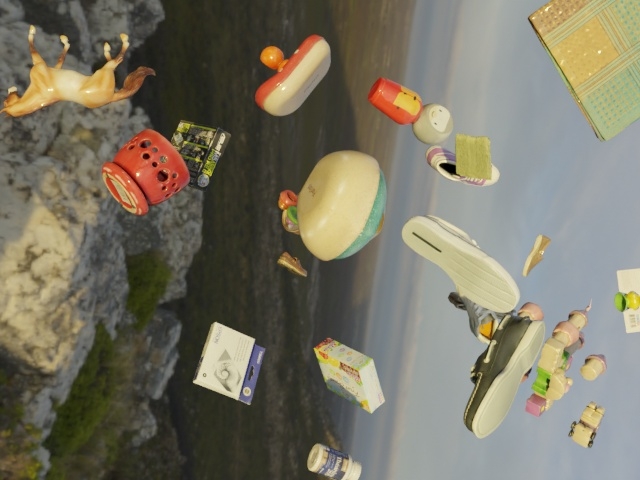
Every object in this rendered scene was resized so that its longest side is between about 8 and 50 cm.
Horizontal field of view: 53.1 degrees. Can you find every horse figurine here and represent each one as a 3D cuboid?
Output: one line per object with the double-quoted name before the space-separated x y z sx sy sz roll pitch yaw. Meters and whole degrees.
"horse figurine" -0.449 -0.305 1.192 0.066 0.263 0.174 112 -18 -71

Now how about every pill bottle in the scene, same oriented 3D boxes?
"pill bottle" 0.035 0.539 1.543 0.067 0.120 0.067 -57 -164 27

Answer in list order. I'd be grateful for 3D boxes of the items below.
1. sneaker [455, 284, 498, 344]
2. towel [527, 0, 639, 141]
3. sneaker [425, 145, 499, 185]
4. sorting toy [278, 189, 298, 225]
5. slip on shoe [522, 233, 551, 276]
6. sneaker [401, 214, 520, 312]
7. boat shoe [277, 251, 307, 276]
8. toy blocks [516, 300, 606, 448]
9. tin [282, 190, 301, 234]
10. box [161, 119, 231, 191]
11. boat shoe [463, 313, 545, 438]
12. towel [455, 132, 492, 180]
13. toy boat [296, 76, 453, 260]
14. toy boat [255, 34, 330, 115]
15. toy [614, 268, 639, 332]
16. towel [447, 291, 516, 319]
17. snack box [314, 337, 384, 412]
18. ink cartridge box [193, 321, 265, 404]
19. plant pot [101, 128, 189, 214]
"sneaker" 0.441 0.179 1.769 0.092 0.087 0.229 -120 -173 -71
"towel" 0.714 -0.468 1.567 0.370 0.271 0.040 54 13 -10
"sneaker" 0.501 -0.228 2.188 0.161 0.282 0.102 -109 -145 -63
"sorting toy" -0.067 -0.065 1.446 0.042 0.061 0.102 -41 -132 31
"slip on shoe" 0.641 0.049 1.904 0.135 0.041 0.051 -64 160 -5
"sneaker" 0.279 0.030 1.229 0.091 0.258 0.094 -29 155 -49
"boat shoe" -0.110 0.104 2.732 0.178 0.064 0.060 36 72 -46
"toy blocks" 0.687 0.339 1.788 0.260 0.309 0.289 -27 131 -40
"tin" -0.026 -0.095 1.748 0.040 0.189 0.106 23 34 -49
"box" -0.444 -0.299 2.231 0.060 0.270 0.216 27 85 -43
"boat shoe" 0.360 0.270 1.314 0.302 0.091 0.114 -42 132 -35
"towel" 0.438 -0.239 1.839 0.027 0.110 0.148 -51 140 -36
"toy boat" 0.084 -0.104 1.067 0.318 0.148 0.267 -58 -163 15
"toy boat" -0.088 -0.433 1.622 0.231 0.151 0.151 -52 172 -8
"toy" 0.765 0.127 1.435 0.056 0.237 0.137 148 -63 -73
"towel" 0.509 0.205 2.039 0.282 0.187 0.049 9 96 -85
"snack box" 0.089 0.415 1.985 0.070 0.207 0.174 -34 123 -29
"ink cartridge box" -0.303 0.424 2.217 0.045 0.224 0.223 -37 -147 49
"plant pot" -0.480 -0.178 1.732 0.174 0.191 0.191 -42 153 -26
